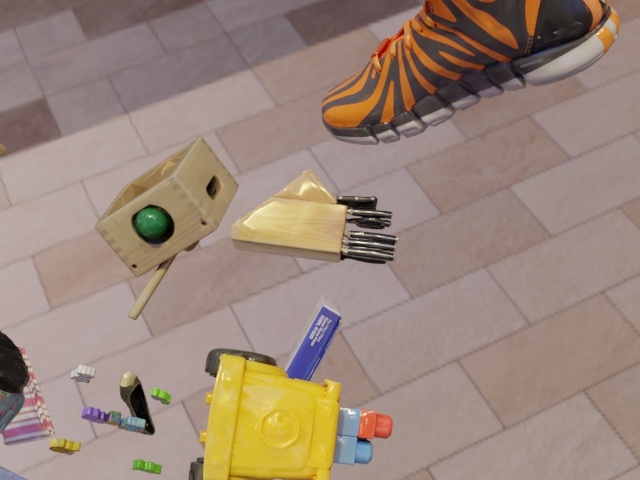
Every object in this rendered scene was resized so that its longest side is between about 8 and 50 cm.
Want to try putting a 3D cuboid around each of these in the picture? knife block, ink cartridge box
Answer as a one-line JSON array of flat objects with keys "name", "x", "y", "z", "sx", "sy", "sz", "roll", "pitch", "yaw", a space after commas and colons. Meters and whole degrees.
[{"name": "knife block", "x": 0.000, "y": 0.000, "z": 1.780, "sx": 0.276, "sy": 0.088, "sz": 0.242, "roll": -36, "pitch": 77, "yaw": -9}, {"name": "ink cartridge box", "x": -0.031, "y": 0.216, "z": 1.709, "sx": 0.045, "sy": 0.224, "sz": 0.223, "roll": 28, "pitch": 92, "yaw": -2}]

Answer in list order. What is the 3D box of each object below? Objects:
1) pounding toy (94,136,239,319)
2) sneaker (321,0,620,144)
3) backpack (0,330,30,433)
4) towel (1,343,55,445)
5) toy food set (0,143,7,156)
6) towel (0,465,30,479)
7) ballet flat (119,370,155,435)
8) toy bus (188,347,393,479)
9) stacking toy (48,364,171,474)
[{"name": "pounding toy", "x": -0.161, "y": -0.014, "z": 0.975, "sx": 0.130, "sy": 0.100, "sz": 0.141, "roll": -30, "pitch": 19, "yaw": 21}, {"name": "sneaker", "x": 0.102, "y": -0.213, "z": 0.881, "sx": 0.321, "sy": 0.180, "sz": 0.124, "roll": -19, "pitch": 35, "yaw": 35}, {"name": "backpack", "x": -0.528, "y": 0.240, "z": 1.418, "sx": 0.182, "sy": 0.115, "sz": 0.152, "roll": -52, "pitch": 41, "yaw": 9}, {"name": "towel", "x": -0.606, "y": 0.307, "z": 1.823, "sx": 0.144, "sy": 0.197, "sz": 0.029, "roll": -18, "pitch": 3, "yaw": 33}, {"name": "toy food set", "x": -0.514, "y": -0.061, "z": 1.268, "sx": 0.038, "sy": 0.132, "sz": 0.192, "roll": 4, "pitch": 74, "yaw": 54}, {"name": "towel", "x": -0.695, "y": 0.592, "z": 1.789, "sx": 0.321, "sy": 0.090, "sz": 0.374, "roll": 19, "pitch": 39, "yaw": 13}, {"name": "ballet flat", "x": -0.391, "y": 0.349, "z": 2.001, "sx": 0.049, "sy": 0.173, "sz": 0.057, "roll": 14, "pitch": 42, "yaw": 33}, {"name": "toy bus", "x": -0.031, "y": 0.207, "z": 1.036, "sx": 0.212, "sy": 0.220, "sz": 0.149, "roll": 7, "pitch": 79, "yaw": -4}, {"name": "stacking toy", "x": -0.404, "y": 0.354, "z": 1.816, "sx": 0.221, "sy": 0.052, "sz": 0.167, "roll": 22, "pitch": 56, "yaw": -24}]
